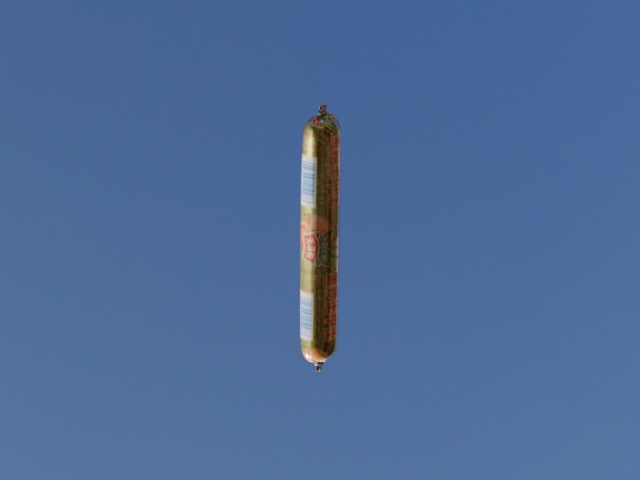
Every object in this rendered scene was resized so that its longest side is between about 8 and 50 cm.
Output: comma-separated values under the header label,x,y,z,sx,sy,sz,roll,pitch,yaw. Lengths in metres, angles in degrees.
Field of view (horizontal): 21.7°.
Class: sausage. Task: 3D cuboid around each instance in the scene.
label,x,y,z,sx,sy,sz,roll,pitch,yaw
sausage,0.000,0.000,0.605,0.015,0.015,0.100,-9,-72,-33
